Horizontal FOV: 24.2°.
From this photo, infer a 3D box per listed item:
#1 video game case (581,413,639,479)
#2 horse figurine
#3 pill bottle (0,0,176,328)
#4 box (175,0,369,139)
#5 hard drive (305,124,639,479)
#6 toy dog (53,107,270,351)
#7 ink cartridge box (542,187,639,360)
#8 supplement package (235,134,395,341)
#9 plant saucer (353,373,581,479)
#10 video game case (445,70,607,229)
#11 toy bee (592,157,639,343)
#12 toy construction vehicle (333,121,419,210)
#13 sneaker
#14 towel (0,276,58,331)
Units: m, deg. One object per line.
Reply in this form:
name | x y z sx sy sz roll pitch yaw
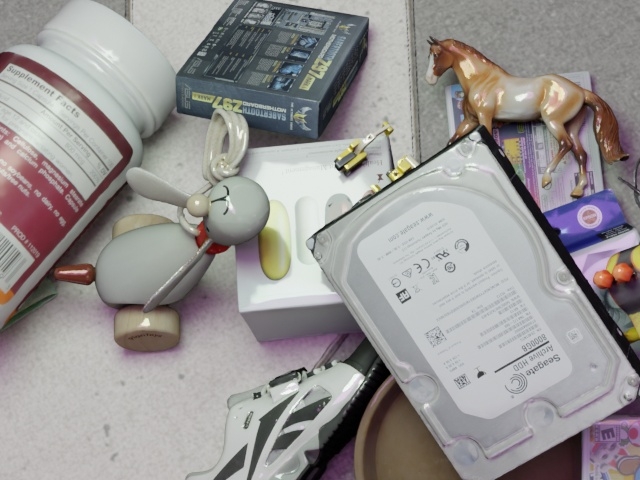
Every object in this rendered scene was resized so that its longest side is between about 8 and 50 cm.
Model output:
video game case | 0.396 0.308 1.669 0.206 0.026 0.227 0 96 7
horse figurine | 0.250 -0.149 1.828 0.263 0.066 0.175 7 81 12
pill bottle | -0.361 -0.096 1.821 0.224 0.224 0.392 33 70 16
box | -0.055 -0.219 1.852 0.183 0.059 0.233 10 37 12
hard drive | 0.171 0.077 1.631 0.237 0.064 0.339 -32 94 19
toy dog | -0.200 0.005 1.746 0.161 0.334 0.220 6 45 -29
ink cartridge box | 0.290 0.070 1.776 0.223 0.045 0.224 -21 78 1
supplement package | 0.000 0.000 1.796 0.194 0.149 0.203 -6 72 5
plant saucer | 0.177 0.253 1.720 0.277 0.041 0.278 0 89 2
video game case | 0.255 -0.107 1.861 0.183 0.023 0.201 -5 74 6
toy bee | 0.368 0.067 1.667 0.298 0.162 0.195 56 131 21
toy construction vehicle | 0.062 -0.080 1.717 0.098 0.035 0.086 -36 74 -8
sneaker | -0.032 0.199 1.754 0.146 0.122 0.330 39 85 20
towel | -0.522 0.003 1.928 0.247 0.038 0.325 -33 72 -3
